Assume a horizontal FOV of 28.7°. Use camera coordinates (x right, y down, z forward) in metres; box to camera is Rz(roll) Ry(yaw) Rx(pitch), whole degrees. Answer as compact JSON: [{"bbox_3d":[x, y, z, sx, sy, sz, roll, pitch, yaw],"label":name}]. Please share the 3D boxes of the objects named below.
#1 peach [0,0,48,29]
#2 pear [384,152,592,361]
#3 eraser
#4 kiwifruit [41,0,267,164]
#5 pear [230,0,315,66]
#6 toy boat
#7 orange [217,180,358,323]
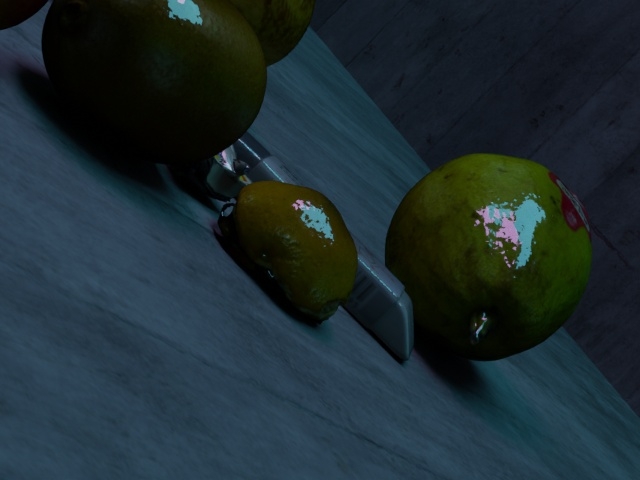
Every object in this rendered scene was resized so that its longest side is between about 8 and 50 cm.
[{"bbox_3d":[-0.307,-0.285,1.105,0.190,0.190,0.192,38,36,-32],"label":"peach"},{"bbox_3d":[0.225,0.036,1.702,0.287,0.287,0.375,43,28,-12],"label":"pear"},{"bbox_3d":[0.000,0.000,1.517,0.352,0.061,0.089,45,12,1],"label":"eraser"},{"bbox_3d":[-0.166,-0.179,1.236,0.234,0.196,0.196,25,22,-48],"label":"kiwifruit"},{"bbox_3d":[-0.147,-0.365,1.764,0.281,0.281,0.281,43,11,-11],"label":"pear"},{"bbox_3d":[-0.143,-0.117,1.408,0.084,0.066,0.210,35,14,-45],"label":"toy boat"},{"bbox_3d":[-0.024,0.001,1.328,0.170,0.112,0.160,19,26,-41],"label":"orange"}]
